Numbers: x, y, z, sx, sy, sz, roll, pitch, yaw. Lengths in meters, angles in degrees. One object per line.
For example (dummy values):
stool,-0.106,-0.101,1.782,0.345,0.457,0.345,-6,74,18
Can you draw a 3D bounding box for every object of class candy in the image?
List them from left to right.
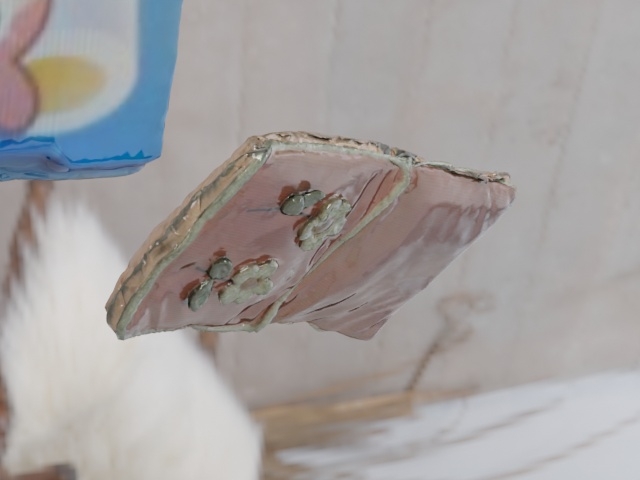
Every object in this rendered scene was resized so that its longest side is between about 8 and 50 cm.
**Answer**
candy,-0.180,-0.119,0.679,0.157,0.306,0.100,-3,118,-31

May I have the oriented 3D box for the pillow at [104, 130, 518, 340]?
pillow,0.000,0.000,0.959,0.126,0.043,0.232,-44,154,25
